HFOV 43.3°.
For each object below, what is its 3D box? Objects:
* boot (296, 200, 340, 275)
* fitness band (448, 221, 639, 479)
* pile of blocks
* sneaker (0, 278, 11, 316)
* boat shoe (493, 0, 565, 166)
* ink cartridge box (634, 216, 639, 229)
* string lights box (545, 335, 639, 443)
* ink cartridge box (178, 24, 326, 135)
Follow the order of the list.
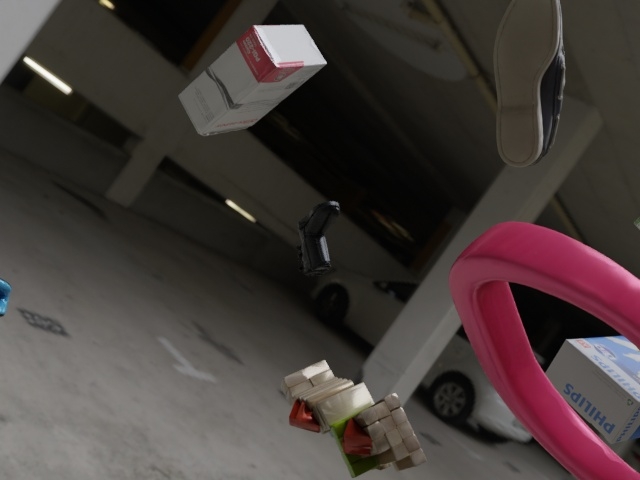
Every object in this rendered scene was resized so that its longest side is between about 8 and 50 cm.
[{"bbox_3d":[0.000,0.000,1.364,0.045,0.099,0.121,6,-26,-31],"label":"boot"},{"bbox_3d":[0.195,0.107,0.602,0.209,0.054,0.291,32,-22,45],"label":"fitness band"},{"bbox_3d":[0.025,0.298,1.280,0.362,0.112,0.149,8,-64,67],"label":"pile of blocks"},{"bbox_3d":[-0.492,0.032,1.001,0.139,0.125,0.341,8,-12,-2],"label":"sneaker"},{"bbox_3d":[0.245,-0.189,0.929,0.075,0.206,0.065,12,15,39],"label":"boat shoe"},{"bbox_3d":[0.796,-0.012,1.681,0.056,0.171,0.235,-3,49,-43],"label":"ink cartridge box"},{"bbox_3d":[0.452,0.205,1.153,0.259,0.077,0.133,3,31,-41],"label":"string lights box"},{"bbox_3d":[-0.122,-0.285,1.438,0.158,0.218,0.092,-22,79,-54],"label":"ink cartridge box"}]
